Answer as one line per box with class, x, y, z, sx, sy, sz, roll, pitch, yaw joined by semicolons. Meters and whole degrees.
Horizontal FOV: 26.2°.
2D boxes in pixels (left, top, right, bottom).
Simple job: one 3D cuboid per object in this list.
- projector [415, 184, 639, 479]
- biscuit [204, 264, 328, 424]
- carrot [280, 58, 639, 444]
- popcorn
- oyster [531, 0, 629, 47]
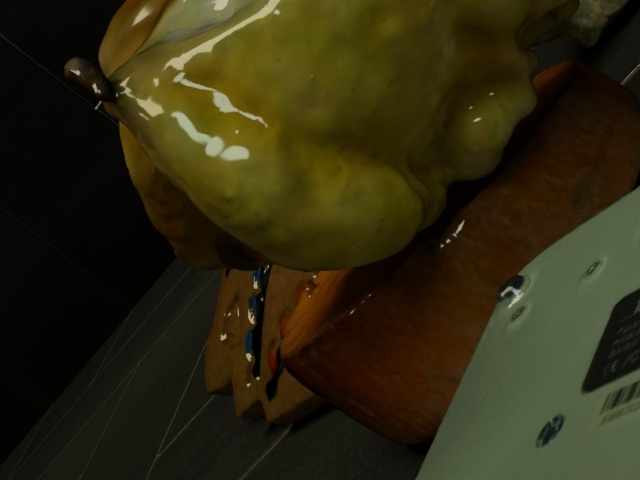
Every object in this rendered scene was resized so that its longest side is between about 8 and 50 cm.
projector;0.135;0.054;0.447;0.250;0.108;0.198;-41;13;51
biscuit;-0.035;0.045;1.192;0.301;0.043;0.278;-134;58;-63
carrot;0.097;-0.007;0.902;0.258;0.100;0.307;-35;17;51
popcorn;0.001;-0.121;0.836;0.297;0.281;0.315;24;79;49
oyster;0.223;-0.250;1.171;0.166;0.110;0.341;-34;17;47
